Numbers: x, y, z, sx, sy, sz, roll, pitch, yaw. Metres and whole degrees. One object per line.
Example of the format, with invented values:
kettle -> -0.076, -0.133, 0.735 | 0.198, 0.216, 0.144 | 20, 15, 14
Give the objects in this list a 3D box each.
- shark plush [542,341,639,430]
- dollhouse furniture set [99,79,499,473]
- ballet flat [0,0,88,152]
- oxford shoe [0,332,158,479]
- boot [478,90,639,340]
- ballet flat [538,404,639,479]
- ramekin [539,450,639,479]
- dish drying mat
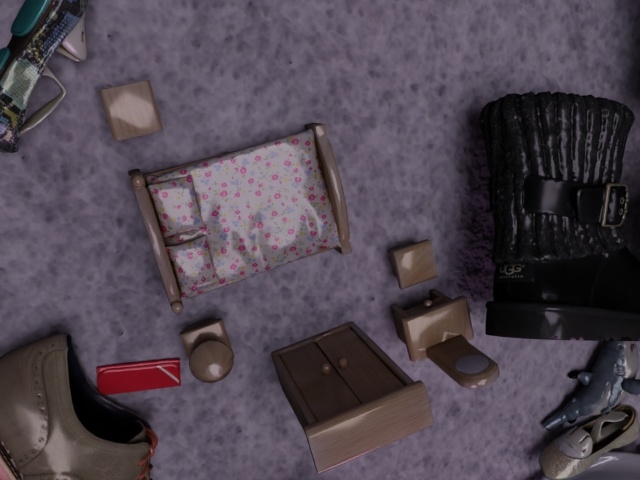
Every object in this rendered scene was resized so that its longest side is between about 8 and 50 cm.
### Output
shark plush -> 0.364, 0.196, 0.784 | 0.161, 0.073, 0.067 | -43, 92, 18
dollhouse furniture set -> 0.000, 0.000, 0.543 | 0.303, 0.174, 0.356 | -18, 108, -13
ballet flat -> -0.241, -0.158, 0.497 | 0.070, 0.070, 0.188 | 33, 93, -21
oxford shoe -> -0.205, 0.250, 0.562 | 0.130, 0.123, 0.348 | -31, 110, -9
boot -> 0.318, -0.017, 0.665 | 0.348, 0.131, 0.260 | 8, 80, -39
ballet flat -> 0.361, 0.265, 0.781 | 0.168, 0.057, 0.052 | -17, 119, -23
ramekin -> 0.397, 0.412, 0.724 | 0.272, 0.273, 0.127 | -18, 120, -13
dish drying mat -> -0.189, 0.142, 0.604 | 0.083, 0.008, 0.032 | -3, 104, -17
